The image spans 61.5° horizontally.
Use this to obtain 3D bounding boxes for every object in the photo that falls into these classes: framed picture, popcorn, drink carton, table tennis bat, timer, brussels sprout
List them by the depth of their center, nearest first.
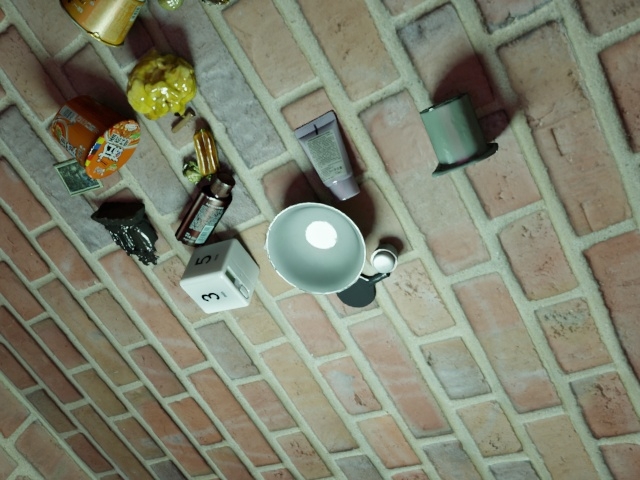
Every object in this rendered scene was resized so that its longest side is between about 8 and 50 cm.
[{"bbox_3d":[0.388,-0.311,1.536,0.191,0.185,0.189,-18,100,28],"label":"drink carton"},{"bbox_3d":[-0.514,-0.490,1.719,0.191,0.190,0.253,41,127,1],"label":"popcorn"},{"bbox_3d":[-0.458,-0.245,1.918,0.085,0.058,0.085,5,104,22],"label":"brussels sprout"},{"bbox_3d":[0.155,0.167,1.962,0.236,0.027,0.150,-34,104,32],"label":"table tennis bat"},{"bbox_3d":[-0.369,0.134,1.996,0.195,0.194,0.192,-13,131,26],"label":"timer"},{"bbox_3d":[-0.949,-0.250,2.104,0.183,0.011,0.141,-11,115,24],"label":"framed picture"}]

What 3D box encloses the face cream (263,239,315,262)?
[{"bbox_3d":[-0.109,0.040,1.960,0.198,0.057,0.084,28,116,4],"label":"face cream"}]

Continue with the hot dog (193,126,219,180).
[{"bbox_3d":[-0.395,-0.301,1.861,0.072,0.055,0.188,-11,124,-11],"label":"hot dog"}]

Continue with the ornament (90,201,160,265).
[{"bbox_3d":[-0.752,-0.018,2.128,0.251,0.106,0.260,6,129,23],"label":"ornament"}]

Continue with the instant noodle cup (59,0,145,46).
[{"bbox_3d":[-0.645,-0.725,1.625,0.172,0.215,0.216,-40,101,22],"label":"instant noodle cup"}]

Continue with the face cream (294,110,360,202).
[{"bbox_3d":[0.031,-0.260,1.733,0.154,0.096,0.273,-21,97,30],"label":"face cream"}]

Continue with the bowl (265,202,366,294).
[{"bbox_3d":[0.000,0.000,1.836,0.346,0.157,0.345,7,119,13],"label":"bowl"}]

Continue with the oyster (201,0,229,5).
[{"bbox_3d":[-0.322,-0.749,1.585,0.103,0.051,0.148,-34,88,34],"label":"oyster"}]

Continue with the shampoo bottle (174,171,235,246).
[{"bbox_3d":[-0.411,-0.110,1.948,0.129,0.084,0.323,14,130,-31],"label":"shampoo bottle"}]

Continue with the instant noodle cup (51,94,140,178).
[{"bbox_3d":[-0.780,-0.368,1.855,0.192,0.250,0.250,38,124,5],"label":"instant noodle cup"}]

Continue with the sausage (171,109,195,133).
[{"bbox_3d":[-0.474,-0.406,1.848,0.116,0.026,0.026,-31,105,31],"label":"sausage"}]

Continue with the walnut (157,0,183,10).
[{"bbox_3d":[-0.452,-0.738,1.619,0.092,0.092,0.092,8,121,14],"label":"walnut"}]

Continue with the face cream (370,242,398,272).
[{"bbox_3d":[0.221,0.059,1.836,0.091,0.095,0.091,8,120,14],"label":"face cream"}]
